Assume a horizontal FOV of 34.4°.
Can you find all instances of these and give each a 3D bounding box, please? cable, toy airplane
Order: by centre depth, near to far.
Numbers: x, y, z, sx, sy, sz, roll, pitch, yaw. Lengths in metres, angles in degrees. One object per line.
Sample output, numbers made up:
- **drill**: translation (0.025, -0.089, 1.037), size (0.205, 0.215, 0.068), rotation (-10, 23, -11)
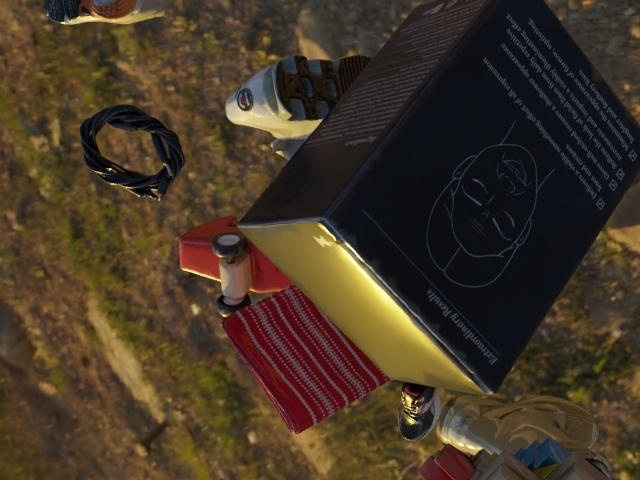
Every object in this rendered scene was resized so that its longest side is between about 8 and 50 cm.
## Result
- **cable**: translation (-0.321, -0.154, 1.735), size (0.185, 0.047, 0.150), rotation (32, 126, 1)
- **toy airplane**: translation (0.000, 0.000, 1.807), size (0.384, 0.272, 0.386), rotation (39, 110, -22)

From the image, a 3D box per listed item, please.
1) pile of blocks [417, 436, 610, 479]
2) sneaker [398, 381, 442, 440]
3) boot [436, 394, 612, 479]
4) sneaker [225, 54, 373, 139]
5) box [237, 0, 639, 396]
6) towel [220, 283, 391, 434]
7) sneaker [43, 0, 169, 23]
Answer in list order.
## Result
- **pile of blocks**: translation (0.146, 0.233, 0.988), size (0.113, 0.149, 0.362), rotation (40, 149, 0)
- **sneaker**: translation (0.152, 0.243, 1.643), size (0.072, 0.077, 0.178), rotation (24, 116, 29)
- **boot**: translation (0.306, 0.272, 1.325), size (0.203, 0.262, 0.095), rotation (26, 102, 57)
- **sneaker**: translation (-0.007, -0.209, 1.565), size (0.146, 0.331, 0.122), rotation (-15, 80, 40)
- **box**: translation (0.156, -0.065, 1.226), size (0.293, 0.395, 0.212), rotation (47, 158, -21)
- **towel**: translation (0.012, 0.140, 1.494), size (0.198, 0.275, 0.031), rotation (54, 146, 15)
- **sneaker**: translation (-0.374, -0.415, 1.803), size (0.263, 0.121, 0.099), rotation (17, 101, 36)
